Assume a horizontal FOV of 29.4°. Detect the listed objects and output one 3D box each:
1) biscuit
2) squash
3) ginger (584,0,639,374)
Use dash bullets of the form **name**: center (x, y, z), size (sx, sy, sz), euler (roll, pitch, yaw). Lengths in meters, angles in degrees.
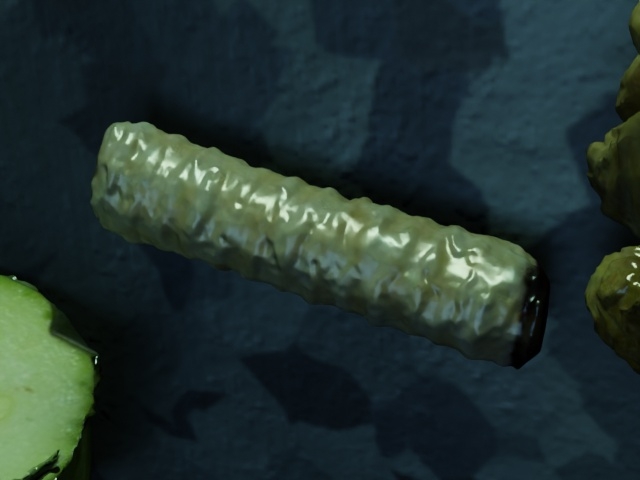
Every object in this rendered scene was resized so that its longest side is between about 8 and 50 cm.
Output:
- **biscuit**: center (0.000, 0.000, 0.561), size (0.219, 0.055, 0.061), euler (17, 115, 11)
- **squash**: center (-0.222, 0.112, 0.610), size (0.220, 0.220, 0.133), euler (17, 118, 12)
- **ginger**: center (0.225, 0.054, 0.443), size (0.236, 0.166, 0.375), euler (-17, 103, 18)
